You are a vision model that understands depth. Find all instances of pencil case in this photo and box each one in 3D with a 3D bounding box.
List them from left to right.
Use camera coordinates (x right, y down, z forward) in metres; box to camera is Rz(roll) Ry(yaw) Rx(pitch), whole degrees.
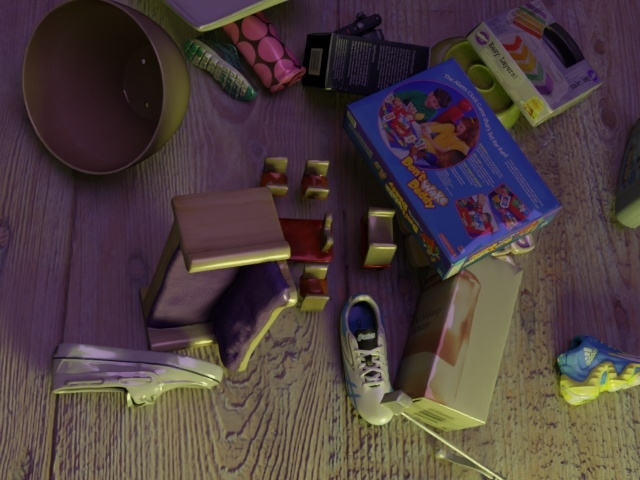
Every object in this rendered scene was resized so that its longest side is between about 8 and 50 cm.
[{"bbox_3d":[-0.113,-0.385,1.716,0.209,0.095,0.098,57,18,5],"label":"pencil case"}]

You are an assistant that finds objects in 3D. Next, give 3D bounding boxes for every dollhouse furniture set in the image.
[{"bbox_3d":[0.000,0.000,1.603,0.259,0.135,0.262,3,68,-8],"label":"dollhouse furniture set"}]

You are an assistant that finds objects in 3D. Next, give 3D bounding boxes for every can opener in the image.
[{"bbox_3d":[0.051,-0.416,1.802,0.186,0.059,0.073,-25,80,-27],"label":"can opener"}]

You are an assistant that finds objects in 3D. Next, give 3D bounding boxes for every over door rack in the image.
[{"bbox_3d":[0.160,0.429,1.467,0.324,0.108,0.239,41,60,-25],"label":"over door rack"}]

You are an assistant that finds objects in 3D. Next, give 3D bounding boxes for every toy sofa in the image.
[{"bbox_3d":[-0.169,0.081,1.354,0.150,0.362,0.177,-6,67,-23],"label":"toy sofa"}]

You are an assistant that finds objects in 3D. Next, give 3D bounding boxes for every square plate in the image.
[{"bbox_3d":[-0.182,-0.521,1.695,0.347,0.049,0.344,-28,52,-27],"label":"square plate"}]

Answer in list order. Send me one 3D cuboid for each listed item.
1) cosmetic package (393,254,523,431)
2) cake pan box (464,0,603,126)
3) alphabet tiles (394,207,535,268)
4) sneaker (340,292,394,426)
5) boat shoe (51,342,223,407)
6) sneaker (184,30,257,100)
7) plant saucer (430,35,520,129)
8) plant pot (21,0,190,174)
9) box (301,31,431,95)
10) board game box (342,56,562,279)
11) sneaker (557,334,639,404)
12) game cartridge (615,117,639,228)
[{"bbox_3d":[0.241,0.175,1.581,0.129,0.153,0.296,25,65,-11],"label":"cosmetic package"},{"bbox_3d":[0.469,-0.389,1.915,0.267,0.070,0.245,-28,82,-43],"label":"cake pan box"},{"bbox_3d":[0.289,-0.028,1.761,0.284,0.021,0.278,-7,73,-23],"label":"alphabet tiles"},{"bbox_3d":[0.080,0.205,1.547,0.085,0.086,0.237,-9,68,-1],"label":"sneaker"},{"bbox_3d":[-0.290,0.221,1.405,0.268,0.096,0.088,10,71,-16],"label":"boat shoe"},{"bbox_3d":[-0.176,-0.339,1.687,0.166,0.065,0.076,43,57,-3],"label":"sneaker"},{"bbox_3d":[0.336,-0.340,1.892,0.241,0.037,0.241,7,68,-18],"label":"plant saucer"},{"bbox_3d":[-0.333,-0.265,1.508,0.284,0.284,0.191,53,26,5],"label":"plant pot"},{"bbox_3d":[0.087,-0.335,1.715,0.207,0.153,0.108,3,101,-20],"label":"box"},{"bbox_3d":[0.228,-0.134,1.576,0.233,0.078,0.347,-26,71,-15],"label":"board game box"},{"bbox_3d":[0.564,0.231,1.722,0.240,0.091,0.126,-12,74,-23],"label":"sneaker"},{"bbox_3d":[0.710,-0.179,1.877,0.062,0.198,0.297,27,62,-9],"label":"game cartridge"}]
